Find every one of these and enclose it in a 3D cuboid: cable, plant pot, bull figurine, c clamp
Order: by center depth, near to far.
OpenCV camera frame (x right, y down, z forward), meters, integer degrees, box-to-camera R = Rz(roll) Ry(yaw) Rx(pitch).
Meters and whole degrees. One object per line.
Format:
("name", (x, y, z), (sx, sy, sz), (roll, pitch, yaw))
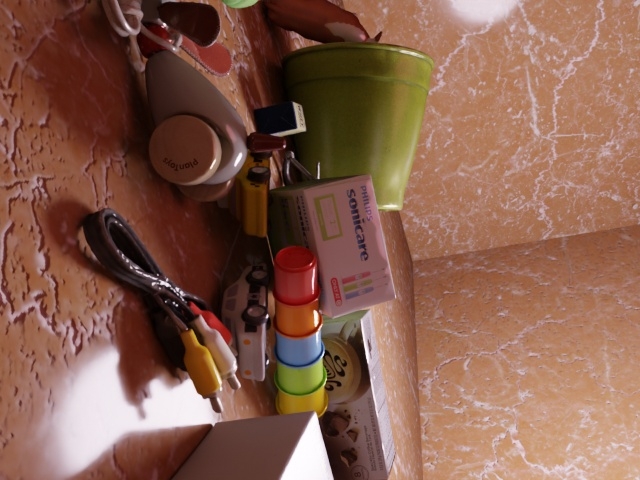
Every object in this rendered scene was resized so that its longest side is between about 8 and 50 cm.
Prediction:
("cable", (-0.169, 0.065, 0.704), (0.139, 0.072, 0.287), (-88, 162, -57))
("c clamp", (-0.040, -0.133, 1.233), (0.160, 0.022, 0.137), (43, -37, 45))
("plant pot", (0.085, -0.248, 1.435), (0.366, 0.366, 0.353), (-7, 99, -76))
("bull figurine", (0.014, -0.526, 1.440), (0.188, 0.310, 0.101), (-93, -153, -63))

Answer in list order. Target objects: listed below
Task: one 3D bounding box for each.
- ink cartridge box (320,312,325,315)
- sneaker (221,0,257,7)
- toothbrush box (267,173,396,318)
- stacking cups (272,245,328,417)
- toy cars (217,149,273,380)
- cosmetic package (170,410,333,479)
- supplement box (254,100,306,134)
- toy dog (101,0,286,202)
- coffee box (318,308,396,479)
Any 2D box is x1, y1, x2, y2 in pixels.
("ink cartridge box", (0.055, 0.236, 1.476), (0.371, 0.069, 0.176), (16, 65, -77))
("sneaker", (-0.172, -0.506, 0.752), (0.202, 0.185, 0.483), (17, 39, -46))
("toothbrush box", (0.000, 0.000, 1.039), (0.283, 0.122, 0.206), (-169, -114, -68))
("stacking cups", (-0.035, 0.158, 0.947), (0.096, 0.095, 0.316), (-81, 172, -53))
("toy cars", (-0.118, 0.016, 0.902), (0.176, 0.087, 0.394), (98, -9, -70))
("cosmetic package", (-0.091, 0.367, 0.629), (0.385, 0.156, 0.217), (-43, 120, -72))
("supplement box", (-0.081, -0.248, 1.225), (0.083, 0.083, 0.056), (-28, 108, -76))
("toy dog", (-0.146, -0.210, 0.759), (0.220, 0.160, 0.334), (-108, -175, -71))
("coffee box", (0.033, 0.295, 1.132), (0.119, 0.168, 0.297), (-15, 95, -75))
